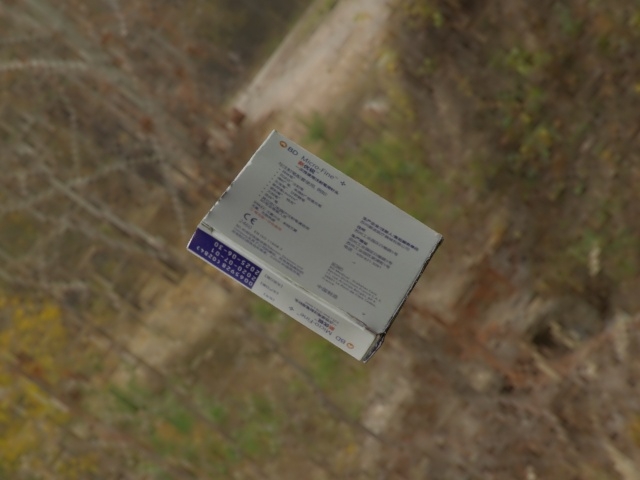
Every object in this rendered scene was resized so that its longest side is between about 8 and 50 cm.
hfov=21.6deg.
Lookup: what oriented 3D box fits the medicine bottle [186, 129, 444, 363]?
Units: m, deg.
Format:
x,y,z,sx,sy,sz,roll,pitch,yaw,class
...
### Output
x,y,z,sx,sy,sz,roll,pitch,yaw,class
0.000,0.000,1.569,0.171,0.201,0.052,-57,-2,-46,medicine bottle
